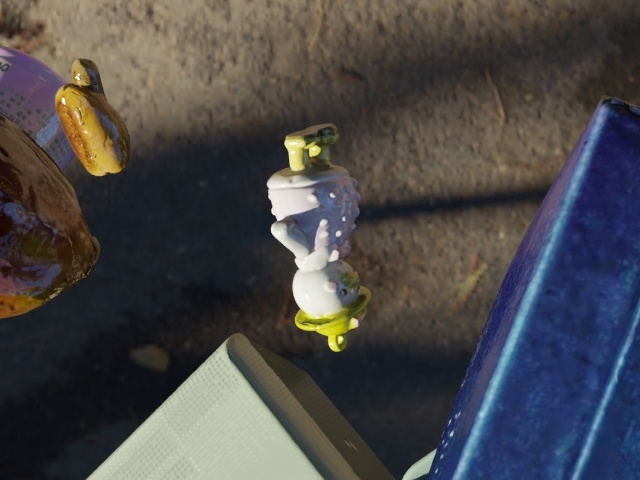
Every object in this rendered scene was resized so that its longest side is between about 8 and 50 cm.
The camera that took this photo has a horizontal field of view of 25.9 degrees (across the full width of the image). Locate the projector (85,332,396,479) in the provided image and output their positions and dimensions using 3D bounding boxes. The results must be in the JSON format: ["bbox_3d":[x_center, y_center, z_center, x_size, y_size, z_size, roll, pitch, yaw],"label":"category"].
[{"bbox_3d":[-0.032,0.214,0.992,0.177,0.242,0.163,-46,148,5],"label":"projector"}]

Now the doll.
[{"bbox_3d":[0.000,0.000,1.269,0.081,0.207,0.129,-4,-172,33],"label":"doll"}]

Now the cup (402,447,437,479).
[{"bbox_3d":[0.192,0.348,1.122,0.392,0.310,0.401,12,118,34],"label":"cup"}]

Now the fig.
[{"bbox_3d":[-0.360,-0.028,1.404,0.263,0.224,0.224,21,144,18],"label":"fig"}]

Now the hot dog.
[{"bbox_3d":[-0.268,-0.143,1.632,0.060,0.090,0.140,-39,112,-26],"label":"hot dog"}]

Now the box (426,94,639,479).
[{"bbox_3d":[0.138,0.092,0.787,0.116,0.279,0.261,21,172,5],"label":"box"}]

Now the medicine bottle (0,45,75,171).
[{"bbox_3d":[-0.433,-0.085,1.734,0.178,0.290,0.178,25,152,15],"label":"medicine bottle"}]
